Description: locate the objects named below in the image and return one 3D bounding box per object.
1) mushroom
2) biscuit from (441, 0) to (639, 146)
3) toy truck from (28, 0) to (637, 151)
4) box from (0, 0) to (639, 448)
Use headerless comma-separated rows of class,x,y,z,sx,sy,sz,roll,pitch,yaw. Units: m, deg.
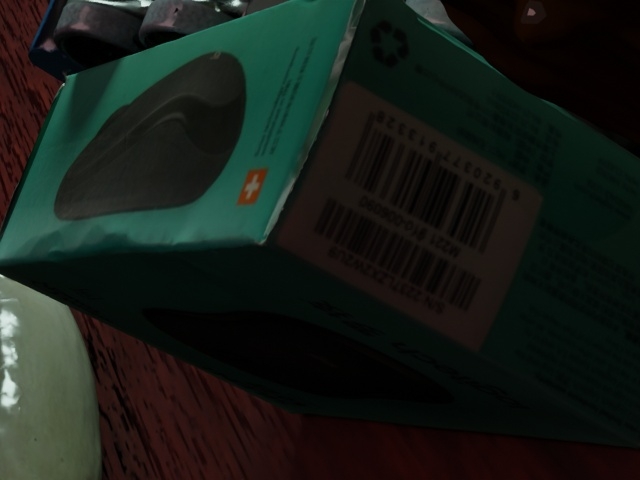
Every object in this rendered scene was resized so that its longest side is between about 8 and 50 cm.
mushroom,-0.207,0.134,1.110,0.154,0.137,0.407,-45,31,8
biscuit,0.185,-0.185,0.478,0.395,0.343,0.166,-63,23,-7
toy truck,0.008,-0.126,0.852,0.367,0.175,0.146,8,71,41
box,0.000,0.000,0.783,0.311,0.205,0.118,-3,60,59
